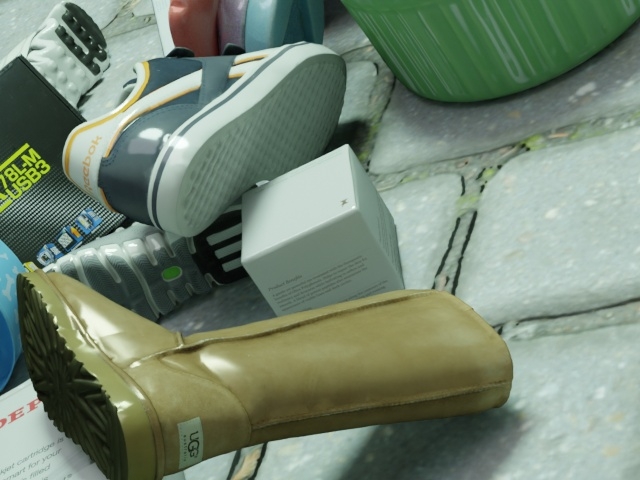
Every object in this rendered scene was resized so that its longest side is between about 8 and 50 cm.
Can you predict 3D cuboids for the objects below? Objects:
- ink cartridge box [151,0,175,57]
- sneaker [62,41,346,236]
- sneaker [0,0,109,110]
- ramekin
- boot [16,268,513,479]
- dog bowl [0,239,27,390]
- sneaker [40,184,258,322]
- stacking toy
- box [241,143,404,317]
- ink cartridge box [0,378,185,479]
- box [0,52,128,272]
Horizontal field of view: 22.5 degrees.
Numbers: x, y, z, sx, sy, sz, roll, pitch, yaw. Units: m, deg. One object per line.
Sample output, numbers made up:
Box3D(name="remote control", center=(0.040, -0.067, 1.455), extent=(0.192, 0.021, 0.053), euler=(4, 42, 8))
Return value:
Box3D(name="ink cartridge box", center=(-0.069, -0.261, 1.725), extent=(0.224, 0.045, 0.223), euler=(-28, 32, 7))
Box3D(name="sneaker", center=(-0.089, -0.103, 1.342), extent=(0.127, 0.126, 0.321), euler=(18, 24, 20))
Box3D(name="sneaker", center=(-0.327, -0.149, 1.758), extent=(0.118, 0.110, 0.292), euler=(-25, 23, 27))
Box3D(name="ramekin", center=(0.157, -0.258, 1.418), extent=(0.303, 0.148, 0.303), euler=(-23, 32, 16))
Box3D(name="boot", center=(-0.046, 0.074, 1.084), extent=(0.269, 0.089, 0.236), euler=(-11, 33, -27))
Box3D(name="dog bowl", center=(-0.370, 0.010, 1.400), extent=(0.166, 0.297, 0.074), euler=(-39, 10, 36))
Box3D(name="sneaker", center=(-0.148, 0.007, 1.401), extent=(0.229, 0.086, 0.132), euler=(-18, 28, 5))
Box3D(name="stacking toy", center=(-0.030, -0.298, 1.485), extent=(0.130, 0.279, 0.309), euler=(7, 53, 21))
Box3D(name="box", center=(0.000, 0.000, 1.257), extent=(0.101, 0.087, 0.102), euler=(-25, 32, 13))
Box3D(name="ink cartridge box", center=(-0.188, 0.230, 1.072), extent=(0.211, 0.121, 0.289), euler=(-29, 31, 4))
Box3D(name="box", center=(-0.286, -0.047, 1.498), extent=(0.191, 0.184, 0.045), euler=(-43, 1, -19))
